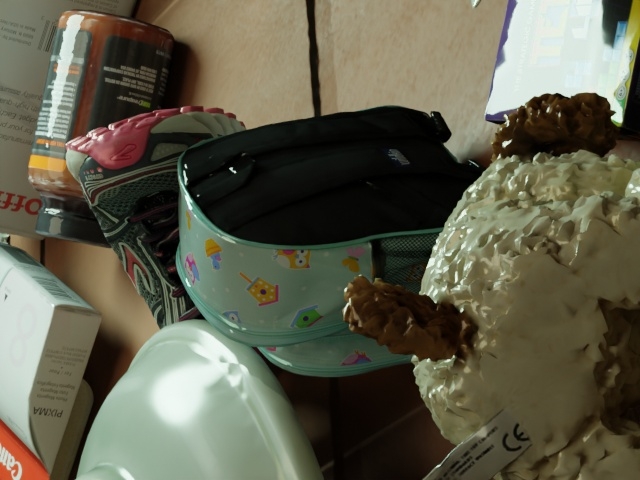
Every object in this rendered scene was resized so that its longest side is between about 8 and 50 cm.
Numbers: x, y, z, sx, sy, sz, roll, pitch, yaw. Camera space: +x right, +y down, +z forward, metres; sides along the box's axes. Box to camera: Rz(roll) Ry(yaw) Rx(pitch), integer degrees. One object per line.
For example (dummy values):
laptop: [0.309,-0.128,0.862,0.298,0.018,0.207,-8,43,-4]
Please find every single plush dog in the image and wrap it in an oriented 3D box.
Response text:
plush dog: [0.113,0.039,1.041,0.225,0.211,0.262,-93,10,-81]

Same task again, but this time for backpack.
backpack: [0.000,0.000,1.250,0.166,0.188,0.144,-123,37,-50]

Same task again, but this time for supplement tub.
supplement tub: [-0.195,-0.095,1.710,0.106,0.106,0.198,9,86,61]

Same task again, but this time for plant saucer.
plant saucer: [-0.102,0.255,1.317,0.400,0.100,0.400,19,112,62]

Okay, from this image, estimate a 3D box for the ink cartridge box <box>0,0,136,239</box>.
ink cartridge box: [-0.313,-0.165,1.836,0.117,0.207,0.283,45,117,58]

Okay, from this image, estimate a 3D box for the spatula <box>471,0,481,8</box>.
spatula: [0.146,-0.261,1.169,0.242,0.019,0.168,-56,13,18]

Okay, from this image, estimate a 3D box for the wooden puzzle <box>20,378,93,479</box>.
wooden puzzle: [-0.290,0.189,1.837,0.239,0.044,0.221,34,108,54]

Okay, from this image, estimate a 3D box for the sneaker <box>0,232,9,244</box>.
sneaker: [-0.417,-0.042,2.077,0.146,0.102,0.293,-58,35,33]

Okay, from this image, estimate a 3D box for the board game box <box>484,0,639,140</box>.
board game box: [0.168,-0.146,1.157,0.141,0.048,0.170,8,86,59]

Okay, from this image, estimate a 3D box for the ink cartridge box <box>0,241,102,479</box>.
ink cartridge box: [-0.285,0.137,1.759,0.189,0.066,0.232,31,101,54]

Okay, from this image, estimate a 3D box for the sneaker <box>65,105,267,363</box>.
sneaker: [-0.085,0.001,1.371,0.121,0.299,0.112,-14,63,10]
